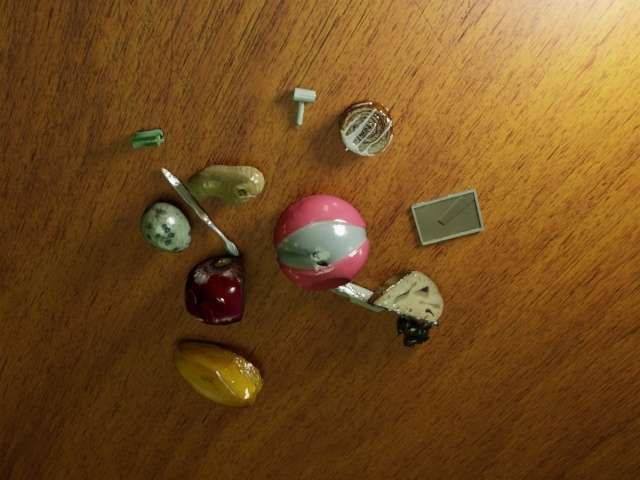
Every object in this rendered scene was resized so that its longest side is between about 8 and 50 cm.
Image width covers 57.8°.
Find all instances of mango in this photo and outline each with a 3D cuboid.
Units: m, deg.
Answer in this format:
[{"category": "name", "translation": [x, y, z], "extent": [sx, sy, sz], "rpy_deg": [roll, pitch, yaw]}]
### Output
[{"category": "mango", "translation": [-0.376, 0.482, 2.092], "extent": [0.350, 0.201, 0.199], "rpy_deg": [25, 90, -3]}]

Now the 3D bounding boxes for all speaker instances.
[{"category": "speaker", "translation": [0.000, 0.000, 1.761], "extent": [0.294, 0.294, 0.294], "rpy_deg": [1, 121, 2]}]

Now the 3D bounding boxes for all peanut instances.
[{"category": "peanut", "translation": [-0.287, -0.167, 1.745], "extent": [0.236, 0.110, 0.120], "rpy_deg": [-4, 134, 6]}]

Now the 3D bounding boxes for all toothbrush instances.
[{"category": "toothbrush", "translation": [-0.380, -0.086, 1.842], "extent": [0.037, 0.028, 0.375], "rpy_deg": [-2, 132, 53]}]

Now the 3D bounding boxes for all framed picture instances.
[{"category": "framed picture", "translation": [0.401, -0.072, 1.829], "extent": [0.203, 0.015, 0.150], "rpy_deg": [-16, 119, 12]}]

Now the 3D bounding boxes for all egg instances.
[{"category": "egg", "translation": [-0.480, -0.035, 1.812], "extent": [0.141, 0.141, 0.182], "rpy_deg": [-25, 127, 16]}]

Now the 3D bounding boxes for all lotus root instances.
[{"category": "lotus root", "translation": [0.294, 0.182, 1.908], "extent": [0.261, 0.074, 0.170], "rpy_deg": [27, 82, -22]}]

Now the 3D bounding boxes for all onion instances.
[{"category": "onion", "translation": [-0.347, 0.179, 1.893], "extent": [0.207, 0.206, 0.216], "rpy_deg": [-1, 121, 3]}]

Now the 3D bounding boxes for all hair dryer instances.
[{"category": "hair dryer", "translation": [-0.051, -0.373, 1.659], "extent": [0.063, 0.038, 0.124], "rpy_deg": [8, 126, -3]}]

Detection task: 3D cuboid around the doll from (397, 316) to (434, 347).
[{"category": "doll", "translation": [0.329, 0.314, 2.039], "extent": [0.139, 0.057, 0.165], "rpy_deg": [21, 124, -13]}]

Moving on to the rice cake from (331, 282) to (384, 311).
[{"category": "rice cake", "translation": [0.101, 0.176, 1.962], "extent": [0.256, 0.057, 0.052], "rpy_deg": [23, 117, -11]}]

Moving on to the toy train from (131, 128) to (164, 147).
[{"category": "toy train", "translation": [-0.509, -0.299, 1.704], "extent": [0.093, 0.056, 0.038], "rpy_deg": [-5, 118, 5]}]

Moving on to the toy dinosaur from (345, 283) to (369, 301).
[{"category": "toy dinosaur", "translation": [0.061, 0.109, 1.901], "extent": [0.279, 0.101, 0.055], "rpy_deg": [28, 129, -2]}]

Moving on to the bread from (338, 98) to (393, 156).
[{"category": "bread", "translation": [0.131, -0.317, 1.660], "extent": [0.160, 0.073, 0.160], "rpy_deg": [1, 121, 1]}]
